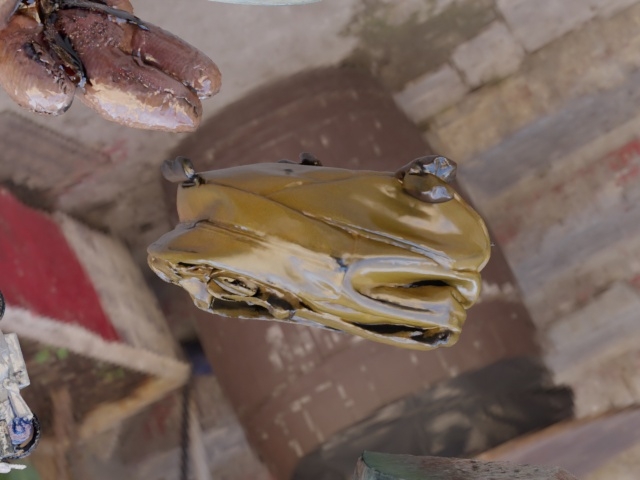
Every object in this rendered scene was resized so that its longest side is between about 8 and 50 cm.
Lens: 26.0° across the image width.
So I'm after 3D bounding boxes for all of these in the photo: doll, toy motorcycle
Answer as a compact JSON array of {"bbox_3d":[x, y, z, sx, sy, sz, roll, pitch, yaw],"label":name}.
[{"bbox_3d":[-0.225,-0.205,1.211,0.303,0.201,0.156,20,125,-3],"label":"doll"},{"bbox_3d":[-0.391,0.153,1.507,0.150,0.221,0.102,-13,170,-35],"label":"toy motorcycle"}]

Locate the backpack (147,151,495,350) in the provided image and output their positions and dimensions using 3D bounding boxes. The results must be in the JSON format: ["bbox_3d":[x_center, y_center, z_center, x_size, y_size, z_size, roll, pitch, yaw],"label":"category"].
[{"bbox_3d":[0.000,0.006,1.564,0.378,0.201,0.353,13,172,-24],"label":"backpack"}]

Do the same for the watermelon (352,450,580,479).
[{"bbox_3d":[0.131,0.245,0.982,0.213,0.289,0.320,-24,132,-23],"label":"watermelon"}]

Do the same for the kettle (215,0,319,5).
[{"bbox_3d":[-0.088,-0.345,0.963,0.265,0.205,0.318,8,113,-4],"label":"kettle"}]
